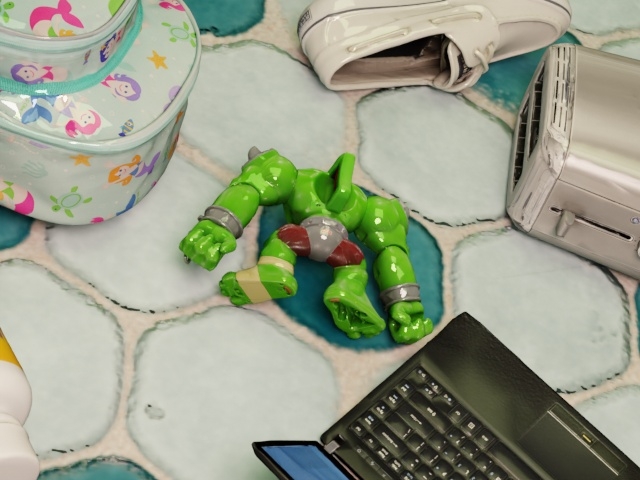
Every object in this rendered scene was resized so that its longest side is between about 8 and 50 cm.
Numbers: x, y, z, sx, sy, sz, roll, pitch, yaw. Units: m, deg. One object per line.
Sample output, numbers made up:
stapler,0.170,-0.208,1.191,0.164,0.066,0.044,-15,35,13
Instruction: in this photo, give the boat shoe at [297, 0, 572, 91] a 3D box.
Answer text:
boat shoe,0.115,-0.180,1.282,0.267,0.096,0.088,-4,57,-23

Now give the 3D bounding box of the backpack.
backpack,-0.218,-0.139,1.059,0.253,0.191,0.225,28,44,-2

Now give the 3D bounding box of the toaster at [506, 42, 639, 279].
toaster,0.250,-0.080,1.224,0.146,0.129,0.227,17,48,-4

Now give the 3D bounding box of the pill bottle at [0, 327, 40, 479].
pill bottle,-0.261,0.075,0.895,0.117,0.117,0.215,-17,59,-32

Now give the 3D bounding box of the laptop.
laptop,0.114,0.166,0.947,0.234,0.137,0.264,43,59,16

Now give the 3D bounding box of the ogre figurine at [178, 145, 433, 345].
ogre figurine,0.000,0.000,1.080,0.197,0.097,0.118,11,58,3
